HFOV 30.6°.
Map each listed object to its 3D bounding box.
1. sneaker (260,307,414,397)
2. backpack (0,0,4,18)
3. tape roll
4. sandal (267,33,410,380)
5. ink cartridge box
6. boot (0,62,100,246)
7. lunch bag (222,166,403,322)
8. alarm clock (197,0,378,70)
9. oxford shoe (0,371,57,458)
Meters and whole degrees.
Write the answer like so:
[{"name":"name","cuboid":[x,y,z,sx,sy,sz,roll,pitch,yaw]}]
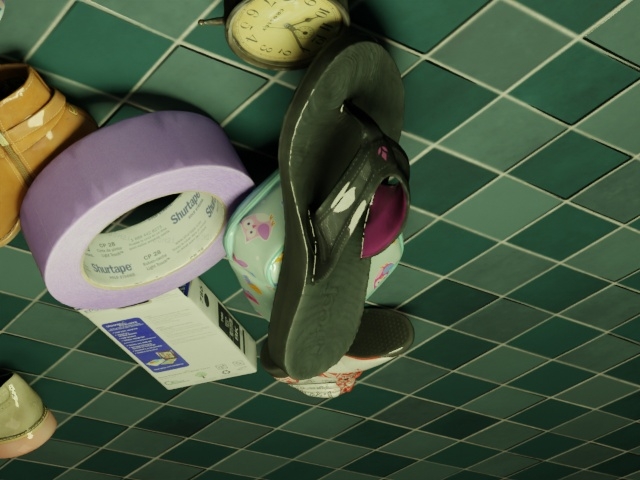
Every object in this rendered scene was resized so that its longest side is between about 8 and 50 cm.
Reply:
[{"name":"sneaker","cuboid":[0.049,0.187,1.910,0.270,0.090,0.145,-15,149,23]},{"name":"backpack","cuboid":[-0.369,-0.266,0.941,0.225,0.254,0.191,-16,152,12]},{"name":"tape roll","cuboid":[-0.216,-0.032,1.410,0.274,0.090,0.275,-24,155,-12]},{"name":"sandal","cuboid":[0.039,-0.019,1.310,0.167,0.107,0.446,-25,135,-37]},{"name":"ink cartridge box","cuboid":[-0.230,0.132,1.805,0.165,0.065,0.333,-12,150,13]},{"name":"boot","cuboid":[-0.395,-0.092,1.360,0.283,0.109,0.220,-15,150,13]},{"name":"lunch bag","cuboid":[0.000,0.000,1.490,0.224,0.108,0.279,-48,154,-14]},{"name":"alarm clock","cuboid":[-0.020,-0.232,1.222,0.192,0.064,0.129,20,142,-31]},{"name":"oxford shoe","cuboid":[-0.642,0.287,1.989,0.396,0.140,0.147,-10,118,18]}]
